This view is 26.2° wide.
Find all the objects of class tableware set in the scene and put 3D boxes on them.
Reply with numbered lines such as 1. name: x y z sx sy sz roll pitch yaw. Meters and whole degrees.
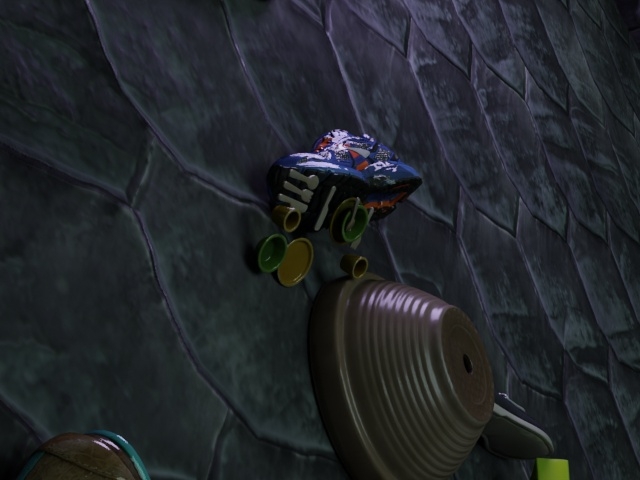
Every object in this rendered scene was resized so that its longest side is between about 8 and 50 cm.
1. tableware set: 0.000 0.000 1.269 0.154 0.024 0.104 24 90 -54

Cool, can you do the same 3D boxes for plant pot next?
1. plant pot: 0.095 0.134 1.332 0.237 0.110 0.237 42 38 -44

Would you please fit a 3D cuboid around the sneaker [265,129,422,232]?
1. sneaker: 0.010 -0.065 1.356 0.087 0.083 0.221 51 24 20

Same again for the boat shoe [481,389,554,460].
1. boat shoe: 0.202 0.191 1.548 0.206 0.075 0.065 37 44 -43

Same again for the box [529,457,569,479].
1. box: 0.252 0.344 1.523 0.109 0.042 0.178 93 1 -48

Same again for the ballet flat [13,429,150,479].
1. ballet flat: -0.107 0.284 0.840 0.124 0.116 0.342 -35 106 -43
